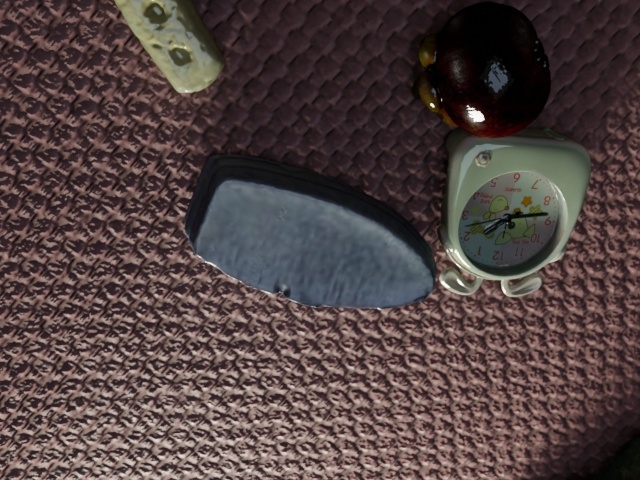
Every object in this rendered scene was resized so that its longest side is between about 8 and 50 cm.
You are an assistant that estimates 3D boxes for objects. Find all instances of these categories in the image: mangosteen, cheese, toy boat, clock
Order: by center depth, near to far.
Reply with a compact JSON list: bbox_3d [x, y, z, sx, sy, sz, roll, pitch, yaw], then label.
[{"bbox_3d":[-0.158,-0.227,0.718,0.065,0.043,0.194,-27,116,10],"label":"cheese"},{"bbox_3d":[0.151,-0.161,0.752,0.140,0.140,0.140,-3,113,-6],"label":"mangosteen"},{"bbox_3d":[0.000,0.000,0.817,0.283,0.078,0.127,18,106,-13],"label":"toy boat"},{"bbox_3d":[0.199,-0.028,0.839,0.152,0.062,0.191,4,113,-10],"label":"clock"}]

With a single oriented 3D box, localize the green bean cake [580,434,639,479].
[{"bbox_3d":[0.383,0.405,0.993,0.308,0.169,0.300,11,111,-10],"label":"green bean cake"}]
